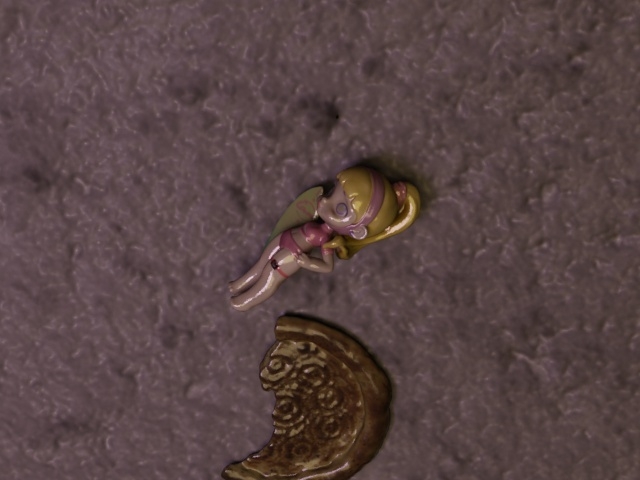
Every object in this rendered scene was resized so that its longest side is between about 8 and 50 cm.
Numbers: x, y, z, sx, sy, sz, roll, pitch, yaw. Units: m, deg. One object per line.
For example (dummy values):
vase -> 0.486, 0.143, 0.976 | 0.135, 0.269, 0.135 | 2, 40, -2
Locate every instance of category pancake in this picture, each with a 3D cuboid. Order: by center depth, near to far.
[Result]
pancake -> -0.023, 0.156, 1.549 | 0.184, 0.020, 0.190 | -16, 112, 11

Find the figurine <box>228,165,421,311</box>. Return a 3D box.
figurine -> 0.000, 0.000, 1.455 | 0.187, 0.083, 0.083 | -38, 107, 11
